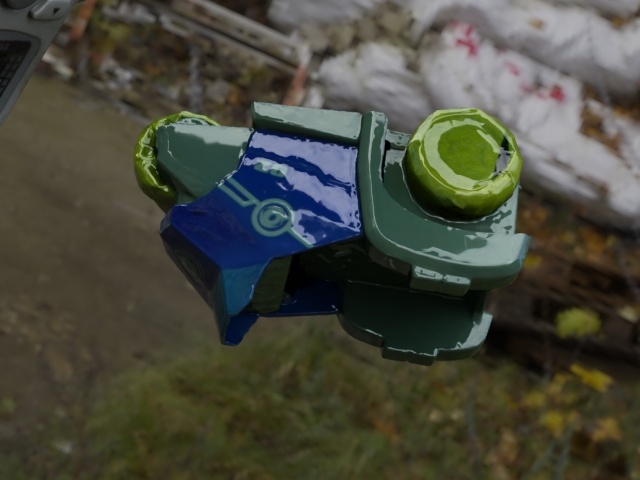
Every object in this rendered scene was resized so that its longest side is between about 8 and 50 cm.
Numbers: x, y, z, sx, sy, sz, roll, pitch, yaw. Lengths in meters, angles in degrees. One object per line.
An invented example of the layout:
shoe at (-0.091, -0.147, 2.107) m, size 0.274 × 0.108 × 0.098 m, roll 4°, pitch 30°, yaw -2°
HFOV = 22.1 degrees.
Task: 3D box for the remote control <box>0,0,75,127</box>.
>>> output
remote control at (-0.114, -0.113, 0.620) m, size 0.029 × 0.190 × 0.087 m, roll 41°, pitch 20°, yaw 17°

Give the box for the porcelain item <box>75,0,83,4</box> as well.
porcelain item at (-0.242, -0.349, 1.427) m, size 0.157 × 0.286 × 0.281 m, roll -31°, pitch 9°, yaw -32°

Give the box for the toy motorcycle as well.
toy motorcycle at (0.000, 0.000, 1.357) m, size 0.326 × 0.200 × 0.191 m, roll 8°, pitch -29°, yaw -3°
